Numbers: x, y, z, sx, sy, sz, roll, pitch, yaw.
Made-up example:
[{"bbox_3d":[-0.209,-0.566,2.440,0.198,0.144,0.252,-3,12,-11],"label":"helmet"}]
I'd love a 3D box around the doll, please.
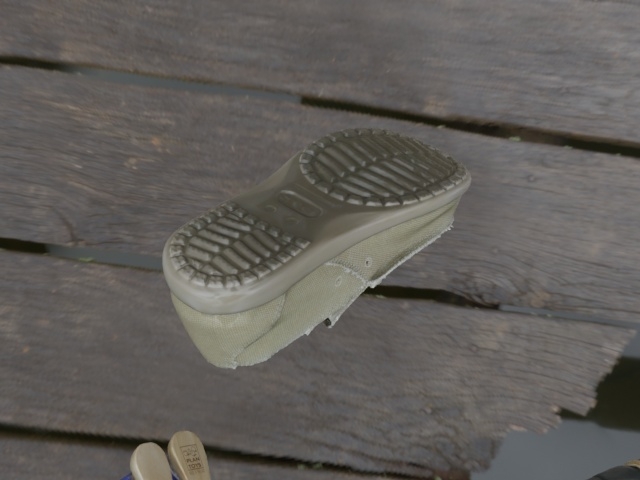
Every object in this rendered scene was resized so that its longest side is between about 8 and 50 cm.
[{"bbox_3d":[-0.158,0.181,0.654,0.189,0.129,0.046,-30,77,25],"label":"doll"}]

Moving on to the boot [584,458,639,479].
[{"bbox_3d":[0.208,0.262,0.703,0.137,0.077,0.197,-6,66,-21],"label":"boot"}]

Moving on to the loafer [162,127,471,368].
[{"bbox_3d":[0.000,0.000,0.679,0.102,0.269,0.092,37,133,29],"label":"loafer"}]
